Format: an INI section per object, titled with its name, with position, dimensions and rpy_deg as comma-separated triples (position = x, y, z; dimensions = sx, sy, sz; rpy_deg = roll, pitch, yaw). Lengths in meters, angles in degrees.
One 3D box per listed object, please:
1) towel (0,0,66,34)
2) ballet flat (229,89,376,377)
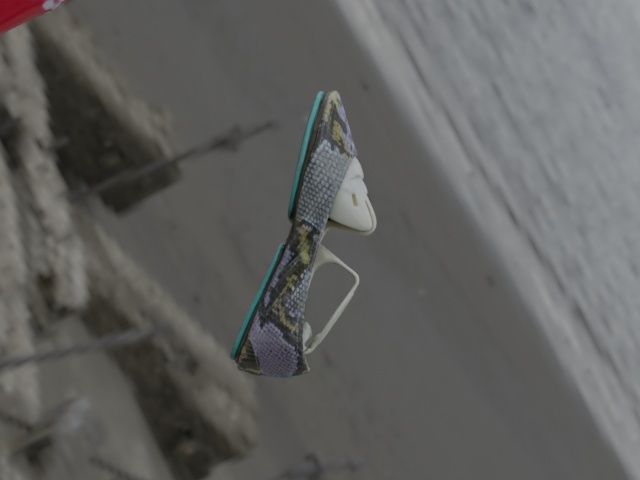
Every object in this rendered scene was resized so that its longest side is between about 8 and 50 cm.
[towel]
position = -0.070, -0.081, 0.295
dimensions = 0.031, 0.275, 0.199
rpy_deg = 55, -16, 23
[ballet flat]
position = 0.000, 0.000, 0.759
dimensions = 0.041, 0.041, 0.114
rpy_deg = 21, 87, -71
